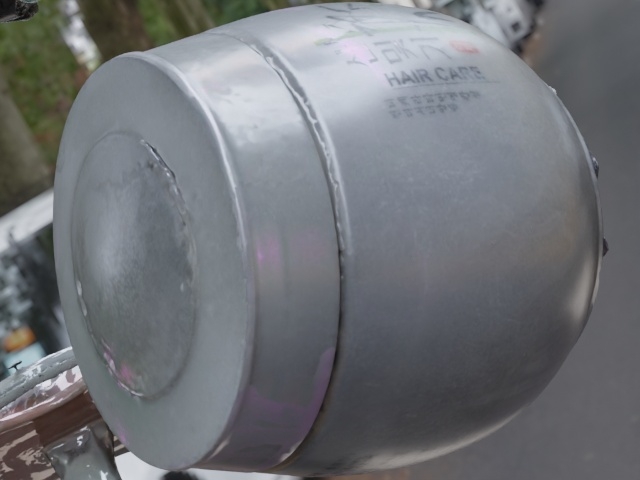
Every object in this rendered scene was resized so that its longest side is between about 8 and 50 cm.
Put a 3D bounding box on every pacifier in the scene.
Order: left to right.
[{"bbox_3d":[-0.250,0.222,1.760,0.332,0.273,0.220,-28,11,-7],"label":"pacifier"}]

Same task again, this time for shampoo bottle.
[{"bbox_3d":[0.000,0.000,0.962,0.266,0.273,0.273,-5,-11,-34],"label":"shampoo bottle"}]

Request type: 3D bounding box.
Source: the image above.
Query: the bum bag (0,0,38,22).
[{"bbox_3d":[-0.345,-0.218,1.440,0.080,0.142,0.326,-63,-13,17],"label":"bum bag"}]

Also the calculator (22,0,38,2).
[{"bbox_3d":[-0.327,-0.272,1.242,0.042,0.295,0.184,-48,24,36],"label":"calculator"}]
